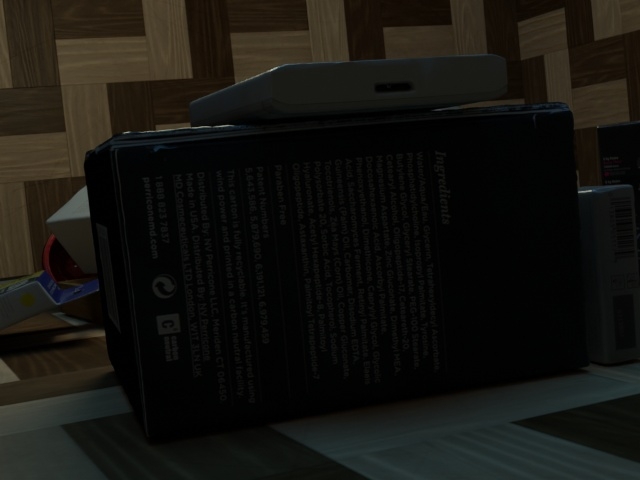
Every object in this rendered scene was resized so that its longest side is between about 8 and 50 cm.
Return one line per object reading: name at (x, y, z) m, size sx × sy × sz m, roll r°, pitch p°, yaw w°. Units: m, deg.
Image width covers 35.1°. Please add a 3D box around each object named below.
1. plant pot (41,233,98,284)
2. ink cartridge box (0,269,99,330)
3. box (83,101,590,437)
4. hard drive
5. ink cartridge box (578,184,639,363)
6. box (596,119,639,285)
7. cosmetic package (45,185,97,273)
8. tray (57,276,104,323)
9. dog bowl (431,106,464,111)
plant pot at (-0.581, 0.055, 2.448) m, size 0.191 × 0.191 × 0.174 m, roll -7°, pitch -6°, yaw -21°
ink cartridge box at (-0.543, 0.110, 1.763) m, size 0.307 × 0.072 × 0.303 m, roll -24°, pitch 6°, yaw -11°
box at (-0.017, 0.009, 1.199) m, size 0.471 × 0.297 × 0.480 m, roll -8°, pitch 5°, yaw -15°
hard drive at (0.010, -0.151, 1.078) m, size 0.233 × 0.047 × 0.353 m, roll -7°, pitch 5°, yaw -19°
ink cartridge box at (0.283, 0.034, 1.173) m, size 0.066 × 0.189 × 0.232 m, roll -6°, pitch 3°, yaw -13°
box at (0.557, -0.062, 1.632) m, size 0.143 × 0.270 × 0.165 m, roll -3°, pitch 5°, yaw 43°
cosmetic package at (-0.366, -0.058, 2.159) m, size 0.453 × 0.161 × 0.230 m, roll -2°, pitch 38°, yaw 49°
tray at (-0.372, 0.112, 2.008) m, size 0.202 × 0.076 × 0.411 m, roll -7°, pitch 4°, yaw -27°
dog bowl at (0.186, -0.051, 1.686) m, size 0.348 × 0.349 × 0.102 m, roll -6°, pitch 16°, yaw -3°
